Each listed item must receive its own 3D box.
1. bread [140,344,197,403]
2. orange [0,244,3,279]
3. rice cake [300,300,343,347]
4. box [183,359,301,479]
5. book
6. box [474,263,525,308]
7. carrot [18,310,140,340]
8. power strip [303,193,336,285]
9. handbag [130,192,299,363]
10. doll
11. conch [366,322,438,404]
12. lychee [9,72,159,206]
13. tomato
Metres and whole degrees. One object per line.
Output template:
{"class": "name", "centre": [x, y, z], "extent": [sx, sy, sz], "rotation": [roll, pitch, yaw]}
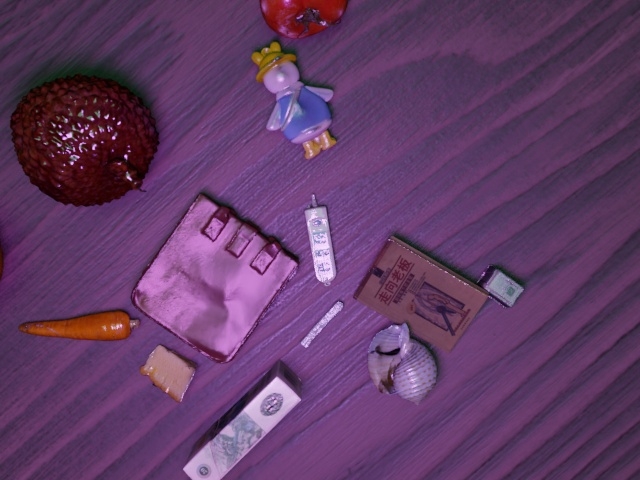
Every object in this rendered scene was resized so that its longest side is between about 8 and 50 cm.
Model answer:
{"class": "bread", "centre": [-0.309, 0.264, 1.750], "extent": [0.109, 0.080, 0.084], "rotation": [29, 90, -3]}
{"class": "orange", "centre": [-0.747, 0.044, 1.658], "extent": [0.274, 0.274, 0.274], "rotation": [0, 92, 1]}
{"class": "rice cake", "centre": [0.004, 0.172, 1.771], "extent": [0.021, 0.022, 0.121], "rotation": [42, 92, -1]}
{"class": "box", "centre": [-0.150, 0.362, 1.709], "extent": [0.256, 0.164, 0.069], "rotation": [-45, 93, 2]}
{"class": "book", "centre": [0.201, 0.109, 1.735], "extent": [0.231, 0.026, 0.161], "rotation": [30, 116, 1]}
{"class": "box", "centre": [0.364, 0.094, 1.744], "extent": [0.085, 0.063, 0.060], "rotation": [36, 92, 1]}
{"class": "carrot", "centre": [-0.498, 0.177, 1.763], "extent": [0.257, 0.061, 0.061], "rotation": [-3, 92, 3]}
{"class": "power strip", "centre": [0.000, 0.000, 1.762], "extent": [0.047, 0.030, 0.191], "rotation": [-10, 92, 0]}
{"class": "handbag", "centre": [-0.212, 0.078, 1.742], "extent": [0.260, 0.084, 0.275], "rotation": [33, 92, 0]}
{"class": "doll", "centre": [-0.053, -0.284, 1.722], "extent": [0.135, 0.099, 0.241], "rotation": [-30, 90, 24]}
{"class": "conch", "centre": [0.166, 0.255, 1.734], "extent": [0.135, 0.102, 0.153], "rotation": [-19, 58, 12]}
{"class": "lychee", "centre": [-0.443, -0.189, 1.647], "extent": [0.300, 0.264, 0.264], "rotation": [35, 92, 19]}
{"class": "tomato", "centre": [-0.034, -0.486, 1.681], "extent": [0.187, 0.187, 0.151], "rotation": [-8, 69, 1]}
